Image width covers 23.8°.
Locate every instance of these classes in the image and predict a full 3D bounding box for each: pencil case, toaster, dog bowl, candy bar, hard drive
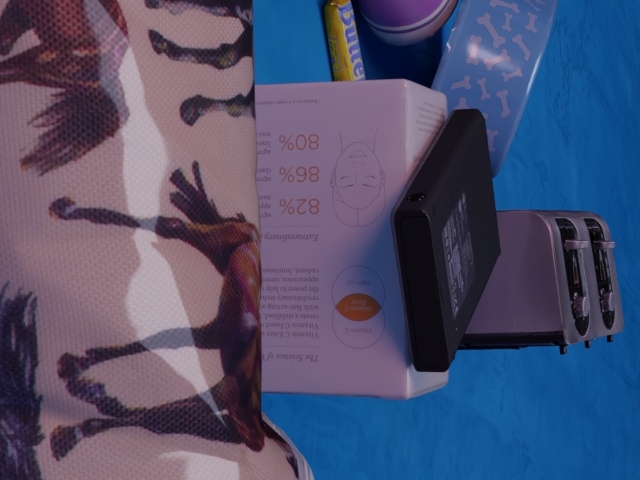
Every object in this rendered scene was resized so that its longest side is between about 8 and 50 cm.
[{"bbox_3d":[-0.094,-0.089,0.538,0.183,0.160,0.410,-13,102,-56],"label":"pencil case"},{"bbox_3d":[0.135,0.033,1.205,0.168,0.185,0.110,0,86,-63],"label":"toaster"},{"bbox_3d":[0.140,-0.153,1.246,0.297,0.074,0.166,-66,174,-62],"label":"dog bowl"},{"bbox_3d":[0.023,-0.108,1.100,0.040,0.018,0.161,-60,145,-57],"label":"candy bar"},{"bbox_3d":[0.071,-0.003,0.822,0.135,0.022,0.094,-56,140,-58],"label":"hard drive"}]

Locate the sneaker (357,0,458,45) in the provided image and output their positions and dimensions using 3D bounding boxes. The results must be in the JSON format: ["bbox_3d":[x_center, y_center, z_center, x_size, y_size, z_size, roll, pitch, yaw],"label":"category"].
[{"bbox_3d":[0.072,-0.305,1.128,0.161,0.102,0.282,55,38,-54],"label":"sneaker"}]

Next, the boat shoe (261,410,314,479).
[{"bbox_3d":[-0.054,0.184,0.790,0.227,0.079,0.081,-80,152,-46],"label":"boat shoe"}]

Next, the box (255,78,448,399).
[{"bbox_3d":[0.000,0.000,0.854,0.091,0.130,0.171,0,90,-71],"label":"box"}]
